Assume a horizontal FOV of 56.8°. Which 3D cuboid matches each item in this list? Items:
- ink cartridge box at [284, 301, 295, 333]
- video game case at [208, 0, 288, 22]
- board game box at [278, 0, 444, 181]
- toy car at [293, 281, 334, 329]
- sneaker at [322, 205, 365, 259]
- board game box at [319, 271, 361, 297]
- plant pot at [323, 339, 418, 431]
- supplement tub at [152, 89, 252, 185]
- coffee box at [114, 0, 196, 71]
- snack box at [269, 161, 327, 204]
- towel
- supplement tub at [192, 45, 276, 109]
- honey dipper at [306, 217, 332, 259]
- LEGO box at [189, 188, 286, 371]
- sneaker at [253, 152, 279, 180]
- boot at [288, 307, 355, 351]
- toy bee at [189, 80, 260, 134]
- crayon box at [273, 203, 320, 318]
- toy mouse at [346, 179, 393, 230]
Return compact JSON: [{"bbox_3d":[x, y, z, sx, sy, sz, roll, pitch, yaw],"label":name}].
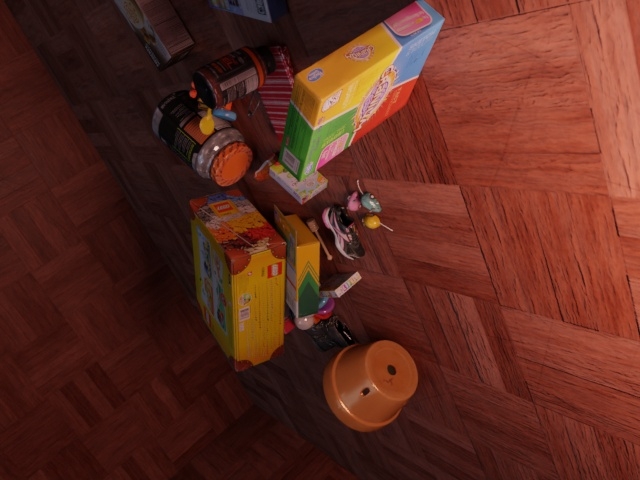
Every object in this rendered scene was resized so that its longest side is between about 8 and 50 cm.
[{"bbox_3d":[-0.211,0.199,2.388,0.226,0.131,0.306,22,140,46],"label":"ink cartridge box"},{"bbox_3d":[-0.197,-0.650,1.337,0.244,0.061,0.270,29,146,37],"label":"video game case"},{"bbox_3d":[0.069,-0.273,1.089,0.064,0.316,0.242,45,154,13],"label":"board game box"},{"bbox_3d":[-0.018,0.229,2.117,0.136,0.159,0.182,11,139,-1],"label":"toy car"},{"bbox_3d":[0.077,-0.022,1.698,0.077,0.072,0.178,-17,115,52],"label":"sneaker"},{"bbox_3d":[0.052,0.144,1.909,0.026,0.103,0.154,57,154,-10],"label":"board game box"},{"bbox_3d":[0.182,0.454,1.935,0.291,0.291,0.203,49,137,5],"label":"plant pot"},{"bbox_3d":[-0.377,-0.326,1.906,0.316,0.193,0.194,42,153,21],"label":"supplement tub"},{"bbox_3d":[-0.500,-0.658,1.787,0.247,0.098,0.141,59,154,-14],"label":"coffee box"},{"bbox_3d":[-0.063,-0.180,1.682,0.141,0.100,0.037,44,153,18],"label":"snack box"},{"bbox_3d":[-0.102,-0.380,1.570,0.198,0.031,0.275,18,137,53],"label":"towel"},{"bbox_3d":[-0.205,-0.406,1.445,0.106,0.198,0.106,41,152,27],"label":"supplement tub"},{"bbox_3d":[0.000,0.000,1.896,0.030,0.030,0.161,13,137,53],"label":"honey dipper"},{"bbox_3d":[-0.289,0.137,2.060,0.372,0.193,0.500,46,143,43],"label":"LEGO box"},{"bbox_3d":[-0.162,-0.213,1.851,0.067,0.064,0.175,45,158,-8],"label":"sneaker"},{"bbox_3d":[0.013,0.316,2.243,0.263,0.091,0.229,50,149,-5],"label":"boot"},{"bbox_3d":[-0.303,-0.421,1.698,0.298,0.162,0.195,-24,58,56],"label":"toy bee"},{"bbox_3d":[-0.077,0.060,1.912,0.203,0.083,0.323,-130,34,-52],"label":"crayon box"},{"bbox_3d":[0.111,-0.094,1.584,0.161,0.031,0.143,22,142,47],"label":"toy mouse"}]
